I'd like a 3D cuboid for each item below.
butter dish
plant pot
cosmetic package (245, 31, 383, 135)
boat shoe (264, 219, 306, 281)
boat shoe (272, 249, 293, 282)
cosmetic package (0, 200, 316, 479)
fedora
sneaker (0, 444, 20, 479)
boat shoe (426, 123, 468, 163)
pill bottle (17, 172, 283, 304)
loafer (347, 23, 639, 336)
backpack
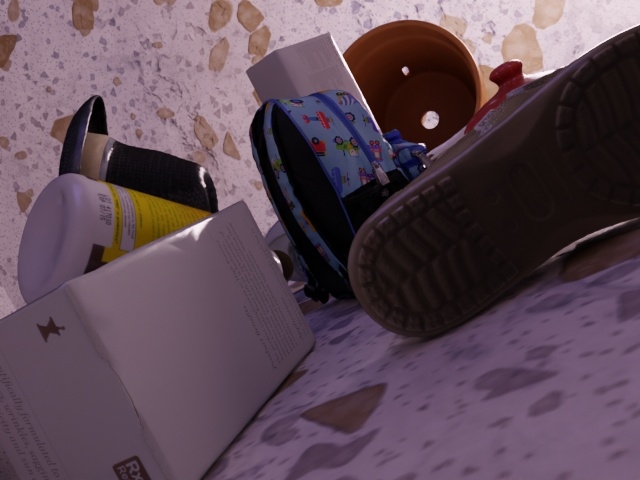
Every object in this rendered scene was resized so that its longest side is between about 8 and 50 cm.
[{"bbox_3d":[0.210,-0.126,0.874,0.160,0.118,0.160,-23,5,36],"label":"butter dish"},{"bbox_3d":[0.179,-0.239,1.598,0.291,0.291,0.203,-26,-12,22],"label":"plant pot"},{"bbox_3d":[0.019,-0.102,0.952,0.060,0.239,0.099,-24,5,46],"label":"cosmetic package"},{"bbox_3d":[0.000,0.000,0.896,0.226,0.083,0.076,-22,5,45],"label":"boat shoe"},{"bbox_3d":[-0.080,0.066,0.874,0.135,0.050,0.045,-37,-16,-7],"label":"boat shoe"},{"bbox_3d":[-0.089,0.060,0.502,0.085,0.117,0.231,-26,3,21],"label":"cosmetic package"},{"bbox_3d":[-0.187,0.012,0.930,0.152,0.334,0.334,3,0,-7],"label":"fedora"},{"bbox_3d":[-0.271,0.138,0.586,0.322,0.130,0.236,-19,3,26],"label":"sneaker"},{"bbox_3d":[0.101,-0.073,1.070,0.277,0.096,0.098,-26,5,15],"label":"boat shoe"},{"bbox_3d":[-0.140,0.023,0.753,0.215,0.117,0.117,16,-27,-38],"label":"pill bottle"},{"bbox_3d":[0.128,-0.044,0.491,0.268,0.102,0.092,-28,10,-5],"label":"loafer"},{"bbox_3d":[0.020,-0.045,0.700,0.117,0.173,0.158,-28,3,-15],"label":"backpack"}]
